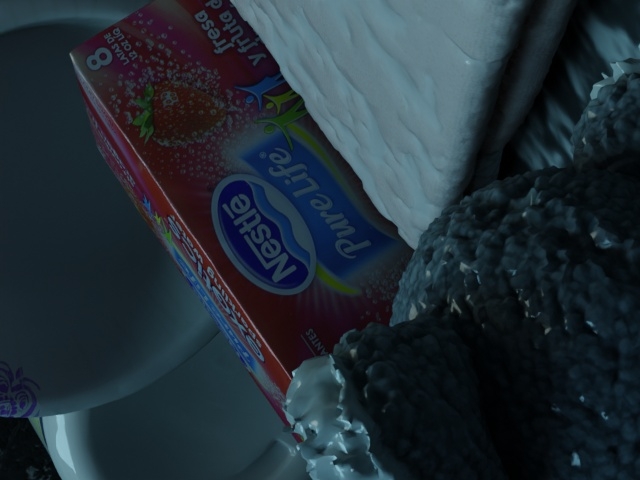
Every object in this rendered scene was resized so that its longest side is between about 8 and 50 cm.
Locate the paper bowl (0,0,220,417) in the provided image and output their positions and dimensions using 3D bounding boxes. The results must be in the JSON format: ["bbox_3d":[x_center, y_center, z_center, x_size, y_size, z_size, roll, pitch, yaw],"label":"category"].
[{"bbox_3d":[-0.174,-0.046,0.923,0.148,0.284,0.284,49,167,53],"label":"paper bowl"}]

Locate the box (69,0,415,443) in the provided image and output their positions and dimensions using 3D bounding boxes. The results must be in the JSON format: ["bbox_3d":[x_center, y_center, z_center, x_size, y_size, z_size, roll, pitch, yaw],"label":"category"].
[{"bbox_3d":[0.000,0.000,0.725,0.257,0.122,0.128,55,169,11],"label":"box"}]

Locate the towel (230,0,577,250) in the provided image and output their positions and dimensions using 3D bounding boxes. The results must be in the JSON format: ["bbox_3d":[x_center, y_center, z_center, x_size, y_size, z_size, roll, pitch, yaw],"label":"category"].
[{"bbox_3d":[-0.023,-0.175,0.539,0.332,0.053,0.317,55,169,14],"label":"towel"}]

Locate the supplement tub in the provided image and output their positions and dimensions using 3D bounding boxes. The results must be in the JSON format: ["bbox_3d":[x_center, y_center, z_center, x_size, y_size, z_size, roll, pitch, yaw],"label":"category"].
[{"bbox_3d":[-0.132,0.085,1.208,0.235,0.235,0.325,62,168,-21],"label":"supplement tub"}]

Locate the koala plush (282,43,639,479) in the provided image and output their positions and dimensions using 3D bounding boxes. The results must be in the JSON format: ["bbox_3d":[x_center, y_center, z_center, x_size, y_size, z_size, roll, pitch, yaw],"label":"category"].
[{"bbox_3d":[0.094,0.070,0.420,0.203,0.196,0.221,15,137,56],"label":"koala plush"}]
